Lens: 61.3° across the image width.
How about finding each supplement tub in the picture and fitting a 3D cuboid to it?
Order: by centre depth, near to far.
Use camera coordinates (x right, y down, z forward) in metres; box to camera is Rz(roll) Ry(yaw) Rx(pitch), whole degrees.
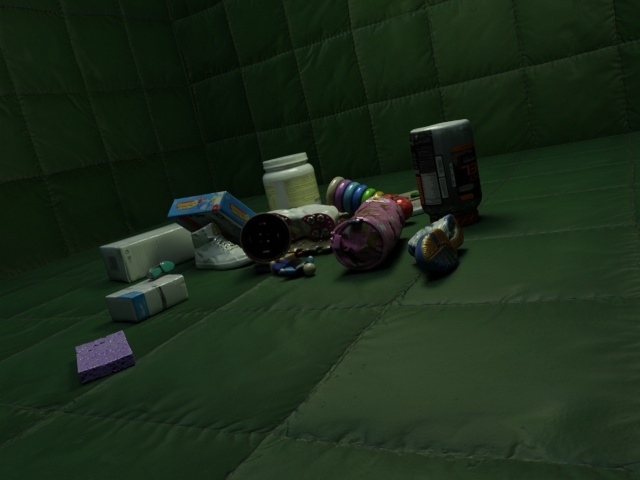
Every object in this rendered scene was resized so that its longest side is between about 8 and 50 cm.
[{"bbox_3d":[0.425,-0.222,1.816,0.207,0.337,0.207,-12,12,3],"label":"supplement tub"},{"bbox_3d":[-0.125,-0.213,2.420,0.236,0.324,0.235,-12,11,3],"label":"supplement tub"}]

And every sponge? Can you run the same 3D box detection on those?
[{"bbox_3d":[-0.506,0.268,1.262,0.117,0.031,0.210,-18,12,-23],"label":"sponge"}]

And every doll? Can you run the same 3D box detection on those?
[{"bbox_3d":[-0.076,0.078,1.661,0.129,0.046,0.189,-22,14,-32],"label":"doll"}]

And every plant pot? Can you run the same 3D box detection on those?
[{"bbox_3d":[-0.188,-0.009,1.818,0.167,0.167,0.165,-15,4,-7],"label":"plant pot"}]

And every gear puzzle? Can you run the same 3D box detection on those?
[{"bbox_3d":[0.000,0.000,1.912,0.339,0.044,0.175,-6,33,27],"label":"gear puzzle"}]

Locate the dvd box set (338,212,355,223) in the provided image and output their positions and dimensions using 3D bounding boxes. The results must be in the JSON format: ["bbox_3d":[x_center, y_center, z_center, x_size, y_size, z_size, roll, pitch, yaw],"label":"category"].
[{"bbox_3d":[0.071,-0.080,2.224,0.421,0.062,0.308,-17,13,-21],"label":"dvd box set"}]

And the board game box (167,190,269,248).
[{"bbox_3d":[-0.388,-0.067,2.145,0.302,0.086,0.308,-4,-30,37],"label":"board game box"}]

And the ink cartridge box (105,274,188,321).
[{"bbox_3d":[-0.517,0.170,1.618,0.140,0.082,0.191,-4,13,39],"label":"ink cartridge box"}]

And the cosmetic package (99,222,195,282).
[{"bbox_3d":[-0.691,0.039,2.276,0.385,0.156,0.217,-21,14,-40],"label":"cosmetic package"}]

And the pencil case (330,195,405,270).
[{"bbox_3d":[0.155,-0.032,1.657,0.160,0.167,0.386,-31,3,22],"label":"pencil case"}]

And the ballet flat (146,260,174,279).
[{"bbox_3d":[-0.505,0.093,1.686,0.041,0.041,0.114,-8,10,24],"label":"ballet flat"}]

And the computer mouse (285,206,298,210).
[{"bbox_3d":[-0.056,-0.113,2.207,0.184,0.060,0.262,-17,13,-17],"label":"computer mouse"}]

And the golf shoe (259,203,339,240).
[{"bbox_3d":[-0.073,-0.071,1.938,0.306,0.115,0.140,2,28,23],"label":"golf shoe"}]

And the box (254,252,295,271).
[{"bbox_3d":[-0.156,0.076,1.812,0.081,0.028,0.136,-3,17,40],"label":"box"}]

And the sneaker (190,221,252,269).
[{"bbox_3d":[-0.372,0.015,1.992,0.293,0.169,0.108,-3,13,35],"label":"sneaker"}]

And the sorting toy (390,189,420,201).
[{"bbox_3d":[0.434,-0.212,2.501,0.307,0.041,0.229,-16,12,-14],"label":"sorting toy"}]

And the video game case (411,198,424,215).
[{"bbox_3d":[0.432,-0.148,2.239,0.227,0.026,0.206,-16,12,-13],"label":"video game case"}]

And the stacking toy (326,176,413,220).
[{"bbox_3d":[0.195,-0.147,2.052,0.330,0.141,0.141,14,23,24],"label":"stacking toy"}]

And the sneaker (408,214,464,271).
[{"bbox_3d":[0.289,0.027,1.429,0.131,0.111,0.296,-27,2,30],"label":"sneaker"}]
